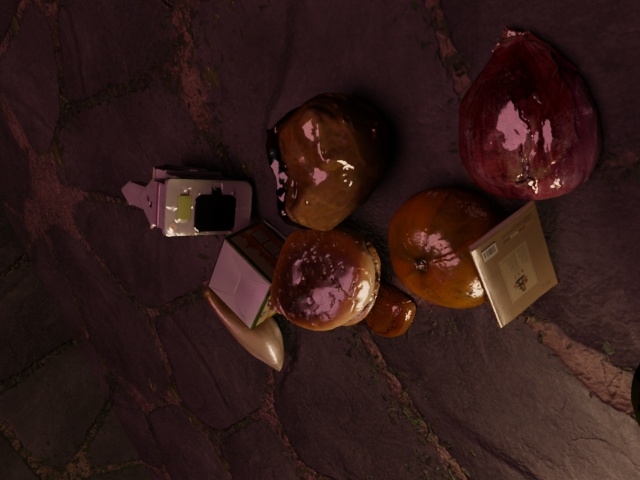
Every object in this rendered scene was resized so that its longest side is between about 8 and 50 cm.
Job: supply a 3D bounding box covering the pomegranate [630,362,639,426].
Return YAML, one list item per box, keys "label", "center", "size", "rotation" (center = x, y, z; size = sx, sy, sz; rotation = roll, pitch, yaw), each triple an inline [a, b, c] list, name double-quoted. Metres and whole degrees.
- label: "pomegranate"
  center: [0.591, 0.247, 0.834]
  size: [0.263, 0.210, 0.211]
  rotation: [31, 147, -31]

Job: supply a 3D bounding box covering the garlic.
- label: "garlic"
  center: [-0.202, 0.220, 1.548]
  size: [0.318, 0.143, 0.112]
  rotation: [42, 108, -9]

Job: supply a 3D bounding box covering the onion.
- label: "onion"
  center: [0.308, -0.194, 0.891]
  size: [0.227, 0.120, 0.283]
  rotation: [-5, 108, 38]

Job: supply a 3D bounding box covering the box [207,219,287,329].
- label: "box"
  center: [-0.161, 0.086, 1.439]
  size: [0.177, 0.148, 0.194]
  rotation: [42, 133, 17]

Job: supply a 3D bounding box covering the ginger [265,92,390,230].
- label: "ginger"
  center: [0.029, -0.152, 1.102]
  size: [0.223, 0.201, 0.269]
  rotation: [-1, 107, 48]

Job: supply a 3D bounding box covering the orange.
- label: "orange"
  center: [0.233, 0.017, 1.030]
  size: [0.240, 0.171, 0.240]
  rotation: [19, 123, 32]

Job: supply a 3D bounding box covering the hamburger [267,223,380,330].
- label: "hamburger"
  center: [0.005, 0.081, 1.254]
  size: [0.286, 0.146, 0.243]
  rotation: [-28, 76, 34]

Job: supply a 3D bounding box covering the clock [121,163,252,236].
- label: "clock"
  center: [-0.361, -0.105, 1.468]
  size: [0.310, 0.235, 0.165]
  rotation: [20, 107, 48]

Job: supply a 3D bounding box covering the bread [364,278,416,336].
- label: "bread"
  center: [0.147, 0.161, 1.278]
  size: [0.126, 0.044, 0.129]
  rotation: [36, 135, 25]

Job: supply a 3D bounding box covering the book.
- label: "book"
  center: [0.327, 0.044, 0.944]
  size: [0.016, 0.139, 0.198]
  rotation: [43, 166, 54]
